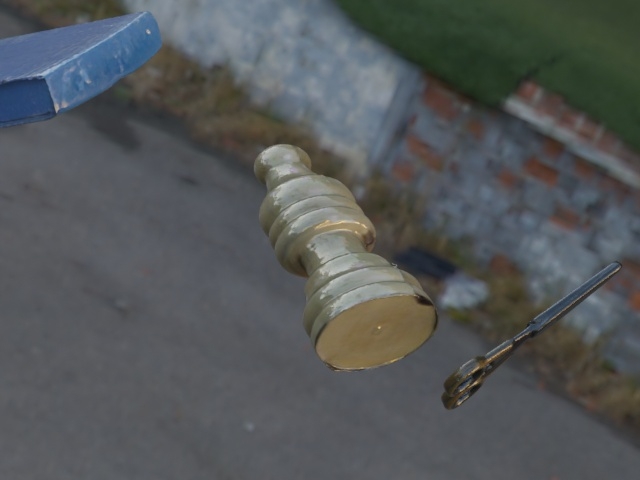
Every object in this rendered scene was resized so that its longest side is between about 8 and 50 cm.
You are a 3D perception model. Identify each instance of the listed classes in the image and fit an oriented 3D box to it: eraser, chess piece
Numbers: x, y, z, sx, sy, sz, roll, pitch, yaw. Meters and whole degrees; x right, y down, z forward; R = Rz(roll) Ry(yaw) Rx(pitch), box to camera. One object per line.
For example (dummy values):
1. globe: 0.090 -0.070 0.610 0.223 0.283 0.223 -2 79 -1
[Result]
1. eraser: -0.285 -0.131 1.523 0.312 0.042 0.144 -5 24 39
2. chess piece: 0.000 0.000 1.996 0.139 0.124 0.307 -26 49 -7

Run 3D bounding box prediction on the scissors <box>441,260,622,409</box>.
1. scissors: 0.203 0.085 1.723 0.017 0.220 0.088 50 -12 19
